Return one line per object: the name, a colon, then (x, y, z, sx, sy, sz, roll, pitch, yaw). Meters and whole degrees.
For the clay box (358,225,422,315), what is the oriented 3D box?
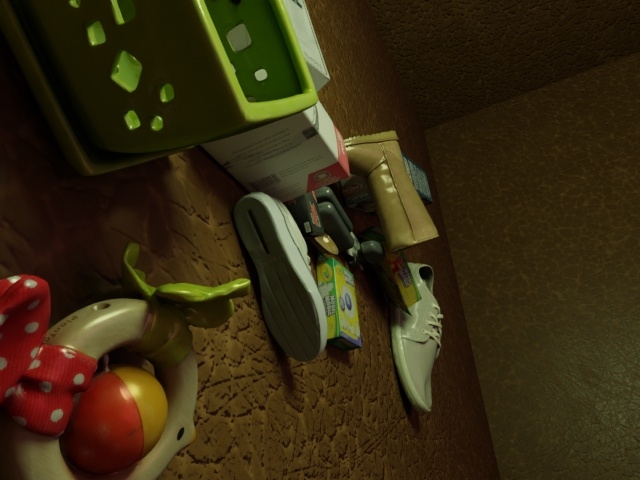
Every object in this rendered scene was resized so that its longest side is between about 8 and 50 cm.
clay box: (0.182, 0.077, 1.249, 0.222, 0.053, 0.127, 64, -13, -21)

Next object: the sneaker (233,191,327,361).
sneaker: (-0.043, 0.047, 0.729, 0.091, 0.094, 0.258, -18, 90, -65)

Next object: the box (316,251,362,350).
box: (0.035, 0.115, 0.949, 0.105, 0.043, 0.179, 41, 36, -55)

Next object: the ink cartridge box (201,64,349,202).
ink cartridge box: (-0.074, -0.159, 0.719, 0.218, 0.158, 0.092, 45, 32, -52)

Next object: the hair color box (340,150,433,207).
hair color box: (0.191, -0.145, 1.356, 0.347, 0.173, 0.105, 6, 70, -67)

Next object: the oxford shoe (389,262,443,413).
oxford shoe: (0.269, 0.236, 1.326, 0.169, 0.130, 0.450, 55, 29, -44)

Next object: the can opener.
can opener: (0.069, -0.023, 1.061, 0.283, 0.095, 0.076, 53, 27, -55)

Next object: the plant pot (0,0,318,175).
plant pot: (-0.155, -0.194, 0.475, 0.227, 0.207, 0.228, 68, 22, -12)

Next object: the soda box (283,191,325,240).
soda box: (-0.044, -0.085, 0.885, 0.060, 0.053, 0.169, 5, 70, -68)

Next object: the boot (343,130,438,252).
boot: (0.126, -0.101, 1.096, 0.089, 0.236, 0.270, 146, -74, -70)

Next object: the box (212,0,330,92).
box: (-0.095, -0.352, 0.776, 0.169, 0.087, 0.290, 25, 40, -40)

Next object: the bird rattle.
bird rattle: (-0.159, 0.108, 0.363, 0.253, 0.143, 0.207, -29, 118, -66)

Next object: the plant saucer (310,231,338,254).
plant saucer: (0.000, 0.000, 0.951, 0.083, 0.015, 0.083, 41, 17, -16)
